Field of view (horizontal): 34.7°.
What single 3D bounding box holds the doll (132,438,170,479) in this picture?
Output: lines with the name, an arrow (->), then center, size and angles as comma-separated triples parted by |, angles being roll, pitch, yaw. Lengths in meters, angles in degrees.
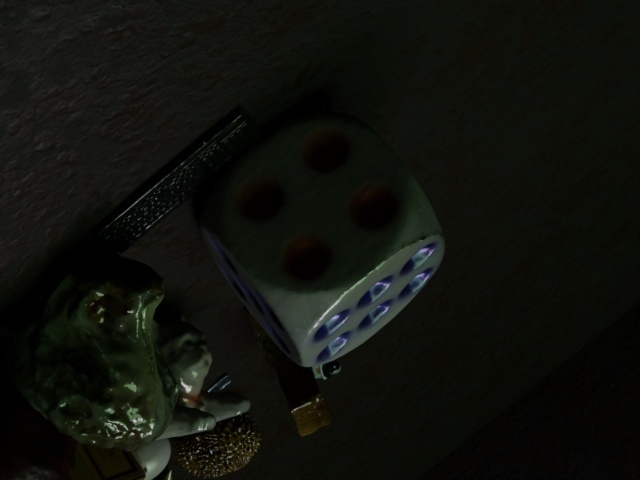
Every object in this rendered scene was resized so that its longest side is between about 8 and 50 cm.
doll -> -0.359, 0.454, 1.837 | 0.208, 0.144, 0.271 | -26, 149, -46

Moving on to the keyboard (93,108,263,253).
keyboard -> -0.184, -0.075, 1.329 | 0.250, 0.017, 0.087 | -39, 157, 2

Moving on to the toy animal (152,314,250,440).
toy animal -> -0.237, 0.224, 1.641 | 0.266, 0.188, 0.308 | -26, 173, 25

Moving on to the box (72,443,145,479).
box -> -0.401, 0.388, 1.603 | 0.084, 0.193, 0.301 | -10, 142, -44

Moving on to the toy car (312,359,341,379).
toy car -> 0.012, 0.149, 1.812 | 0.056, 0.205, 0.095 | -1, 142, 11

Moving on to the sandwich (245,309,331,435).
sandwich -> -0.054, 0.221, 1.769 | 0.065, 0.215, 0.186 | -24, 157, -7

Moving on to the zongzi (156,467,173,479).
zongzi -> -0.312, 0.510, 2.116 | 0.113, 0.052, 0.104 | -58, 160, 9

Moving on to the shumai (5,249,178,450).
shumai -> -0.256, 0.146, 1.358 | 0.222, 0.225, 0.260 | -41, 140, 7

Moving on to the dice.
dice -> 0.000, 0.000, 1.414 | 0.259, 0.251, 0.243 | -36, 160, -10

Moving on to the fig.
fig -> -0.430, 0.315, 1.431 | 0.217, 0.217, 0.321 | -31, 155, -16

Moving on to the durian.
durian -> -0.190, 0.388, 1.972 | 0.158, 0.137, 0.168 | -26, 152, 25

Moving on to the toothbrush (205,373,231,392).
toothbrush -> -0.242, 0.315, 1.909 | 0.193, 0.019, 0.013 | -40, 156, 6
